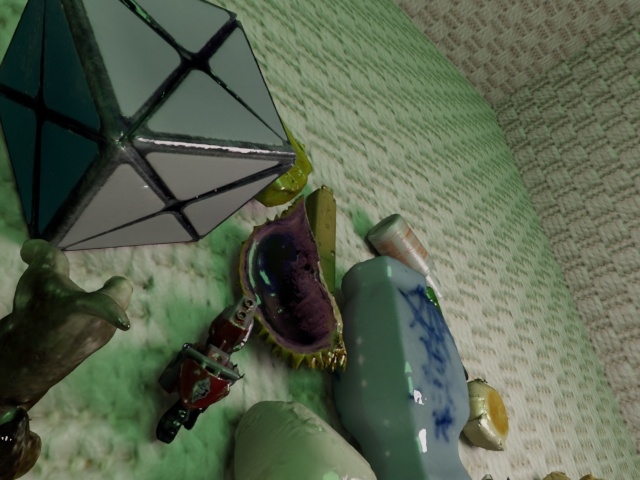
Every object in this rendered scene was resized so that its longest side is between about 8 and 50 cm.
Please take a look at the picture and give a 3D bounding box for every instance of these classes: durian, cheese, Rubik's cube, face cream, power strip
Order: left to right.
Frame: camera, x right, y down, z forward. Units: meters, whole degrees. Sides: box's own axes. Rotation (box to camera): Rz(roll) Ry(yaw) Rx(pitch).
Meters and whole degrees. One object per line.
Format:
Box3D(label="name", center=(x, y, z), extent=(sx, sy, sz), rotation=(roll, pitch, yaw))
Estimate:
Box3D(label="Rubik's cube", center=(-0.228, -0.154, 0.571), extent=(0.254, 0.260, 0.259), rotation=(-8, 69, -54))
Box3D(label="durian", center=(-0.037, 0.098, 0.739), extent=(0.186, 0.153, 0.261), rotation=(49, 23, -54))
Box3D(label="cheese", center=(-0.018, 0.314, 0.565), extent=(0.198, 0.189, 0.154), rotation=(46, 69, -16))
Box3D(label="power strip", center=(0.000, 0.000, 0.925), extent=(0.064, 0.044, 0.305), rotation=(31, 45, -33))
Box3D(label="face cream", center=(0.229, 0.057, 1.111), extent=(0.252, 0.101, 0.101), rotation=(51, 36, -12))

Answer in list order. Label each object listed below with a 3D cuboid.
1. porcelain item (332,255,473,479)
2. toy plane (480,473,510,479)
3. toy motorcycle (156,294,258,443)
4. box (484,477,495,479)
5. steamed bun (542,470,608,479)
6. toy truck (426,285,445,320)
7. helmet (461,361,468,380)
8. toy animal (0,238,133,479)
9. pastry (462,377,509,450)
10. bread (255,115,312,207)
Box3D(label="porcelain item", center=(0.137, 0.240, 0.799), extent=(0.242, 0.178, 0.405), rotation=(26, 44, -37))
Box3D(label="toy plane", center=(0.348, 0.620, 0.874), extent=(0.182, 0.107, 0.273), rotation=(20, 65, -52))
Box3D(label="toy motorcycle", center=(-0.141, 0.151, 0.575), extent=(0.082, 0.122, 0.213), rotation=(36, 38, -8))
Box3D(label="box", center=(0.288, 0.592, 0.730), extent=(0.192, 0.084, 0.302), rotation=(-17, 76, -17))
Box3D(label="steamed bun", center=(0.638, 0.684, 1.107), extent=(0.106, 0.177, 0.192), rotation=(23, 61, -28))
Box3D(label="toy truck", center=(0.227, 0.225, 0.967), extent=(0.101, 0.125, 0.243), rotation=(11, 58, -48))
Box3D(label="helmet", center=(0.321, 0.310, 1.085), extent=(0.065, 0.049, 0.084), rotation=(-15, 78, -64))
Box3D(label="toy animal", center=(-0.271, 0.116, 0.405), extent=(0.121, 0.233, 0.168), rotation=(43, -4, -38))
Box3D(label="pastry", center=(0.383, 0.415, 1.050), extent=(0.165, 0.088, 0.166), rotation=(30, 44, -34))
Box3D(label="bread", center=(-0.165, -0.234, 0.829), extent=(0.384, 0.112, 0.166), rotation=(55, 37, -8))
